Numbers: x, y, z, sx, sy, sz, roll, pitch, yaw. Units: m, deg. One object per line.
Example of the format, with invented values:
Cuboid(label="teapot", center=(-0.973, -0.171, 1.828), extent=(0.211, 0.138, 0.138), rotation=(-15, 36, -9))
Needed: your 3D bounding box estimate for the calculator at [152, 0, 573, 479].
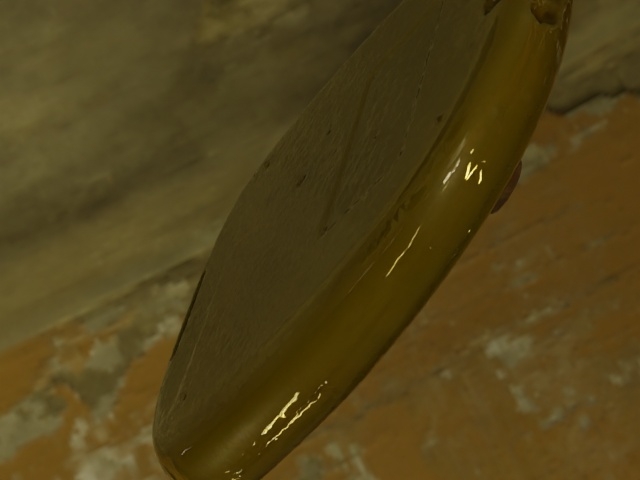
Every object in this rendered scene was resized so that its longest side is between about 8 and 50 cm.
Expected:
Cuboid(label="calculator", center=(0.000, 0.000, 0.443), extent=(0.235, 0.032, 0.146), rotation=(-46, -160, 45))
